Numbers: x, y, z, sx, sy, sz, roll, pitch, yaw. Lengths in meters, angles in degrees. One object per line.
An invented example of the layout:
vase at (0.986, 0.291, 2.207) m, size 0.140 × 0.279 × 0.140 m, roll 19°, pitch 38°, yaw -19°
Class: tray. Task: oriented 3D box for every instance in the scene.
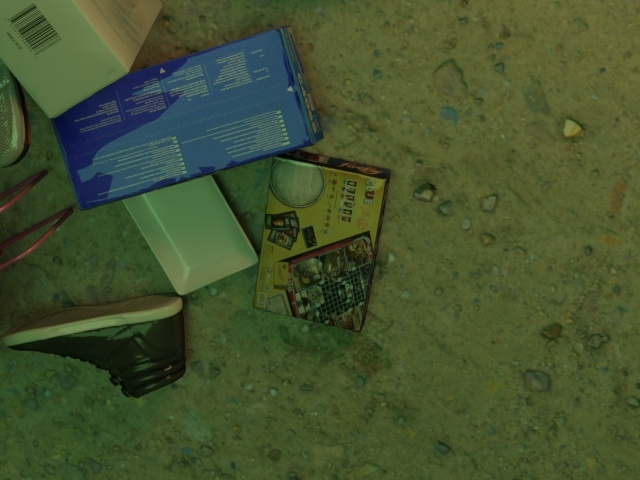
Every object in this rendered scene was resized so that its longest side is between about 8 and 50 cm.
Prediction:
tray at (-0.208, -0.061, 1.967) m, size 0.145 × 0.030 × 0.270 m, roll -23°, pitch 106°, yaw 22°

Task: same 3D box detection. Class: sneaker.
sneaker at (-0.438, -0.243, 1.847) m, size 0.125 × 0.180 × 0.321 m, roll -30°, pitch 77°, yaw 22°
sneaker at (-0.337, 0.175, 2.057) m, size 0.296 × 0.104 × 0.146 m, roll -8°, pitch 106°, yaw 12°

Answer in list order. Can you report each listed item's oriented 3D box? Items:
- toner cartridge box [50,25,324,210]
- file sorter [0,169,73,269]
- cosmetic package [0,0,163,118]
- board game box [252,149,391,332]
toner cartridge box at (-0.185, -0.166, 1.857) m, size 0.348 × 0.075 × 0.165 m, roll -14°, pitch 98°, yaw 13°
file sorter at (-0.518, -0.094, 1.936) m, size 0.182 × 0.202 × 0.290 m, roll -27°, pitch 104°, yaw 19°
cosmetic package at (-0.338, -0.321, 1.760) m, size 0.138 × 0.224 × 0.224 m, roll -27°, pitch 115°, yaw 20°
board game box at (0.000, 0.000, 1.936) m, size 0.165 × 0.042 × 0.243 m, roll 13°, pitch 115°, yaw 8°
